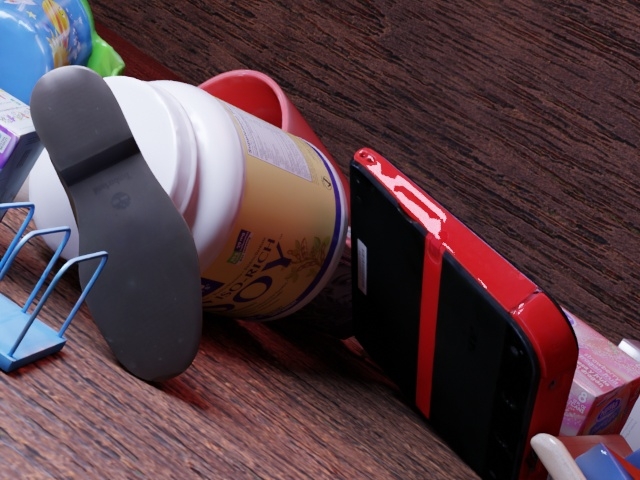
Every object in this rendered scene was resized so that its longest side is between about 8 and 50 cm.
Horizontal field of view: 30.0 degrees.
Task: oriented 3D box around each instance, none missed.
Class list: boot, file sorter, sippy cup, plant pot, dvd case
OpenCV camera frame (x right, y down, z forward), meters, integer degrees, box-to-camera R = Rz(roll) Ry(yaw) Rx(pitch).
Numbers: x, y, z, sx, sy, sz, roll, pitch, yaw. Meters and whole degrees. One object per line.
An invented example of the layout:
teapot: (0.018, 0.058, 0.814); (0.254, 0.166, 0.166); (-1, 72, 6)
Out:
boot: (-0.188, -0.014, 1.150); (0.115, 0.112, 0.305); (145, -75, -82)
file sorter: (-0.283, 0.012, 1.004); (0.170, 0.104, 0.118); (33, 8, 6)
sippy cup: (-0.457, -0.281, 1.740); (0.224, 0.305, 0.240); (-97, 170, -66)
plant pot: (-0.095, -0.087, 1.856); (0.275, 0.275, 0.243); (40, 1, 44)
dvd case: (0.022, 0.078, 1.631); (0.221, 0.164, 0.018); (24, 49, -44)

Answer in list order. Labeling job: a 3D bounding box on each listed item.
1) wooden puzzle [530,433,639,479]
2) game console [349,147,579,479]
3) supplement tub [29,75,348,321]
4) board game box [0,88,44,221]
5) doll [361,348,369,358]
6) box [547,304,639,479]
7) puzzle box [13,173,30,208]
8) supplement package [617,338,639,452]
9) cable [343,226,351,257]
wooden puzzle: (0.395, 0.344, 1.335); (0.322, 0.080, 0.348); (58, 18, 24)
game console: (0.154, 0.108, 1.417); (0.342, 0.060, 0.386); (47, -23, 31)
supplement tub: (-0.143, -0.043, 1.372); (0.241, 0.241, 0.331); (38, 10, 32)
board game box: (-0.419, -0.121, 1.141); (0.275, 0.142, 0.144); (32, 8, -4)
doll: (0.158, 0.168, 1.731); (0.189, 0.046, 0.129); (14, 9, 8)
box: (0.257, 0.158, 1.576); (0.142, 0.154, 0.300); (-13, 40, -44)
puzzle box: (-0.400, -0.117, 1.511); (0.409, 0.052, 0.272); (25, 12, -43)
supplement package: (0.604, 0.330, 2.114); (0.263, 0.199, 0.198); (36, 8, 21)
cable: (0.000, 0.000, 2.196); (0.257, 0.089, 0.257); (34, 7, 13)
